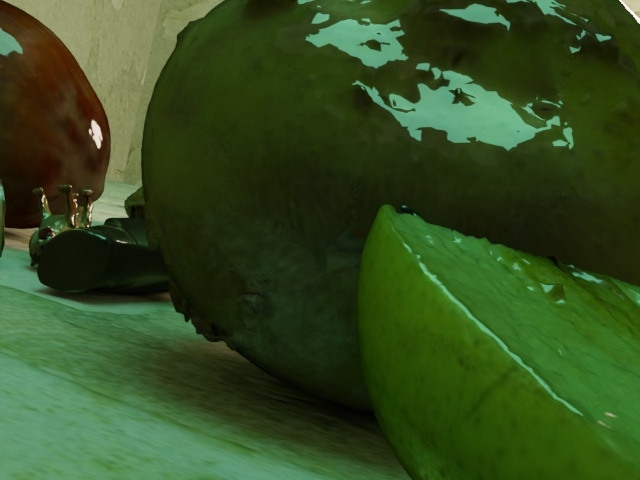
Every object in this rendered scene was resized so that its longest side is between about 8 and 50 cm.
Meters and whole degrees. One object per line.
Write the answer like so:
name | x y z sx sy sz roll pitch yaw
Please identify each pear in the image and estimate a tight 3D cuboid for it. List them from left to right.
pear | 0.156 0.116 0.457 0.288 0.139 0.239 16 16 -32

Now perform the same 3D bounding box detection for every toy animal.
toy animal | -0.315 -0.015 1.193 0.056 0.099 0.241 -2 -1 -1

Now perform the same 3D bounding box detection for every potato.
potato | 0.075 -0.044 0.727 0.441 0.386 0.319 3 14 9

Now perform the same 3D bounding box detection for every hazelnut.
hazelnut | -0.469 -0.165 1.344 0.365 0.366 0.366 13 3 -1

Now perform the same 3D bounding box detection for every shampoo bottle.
shampoo bottle | -0.205 0.016 1.116 0.125 0.084 0.350 15 5 13

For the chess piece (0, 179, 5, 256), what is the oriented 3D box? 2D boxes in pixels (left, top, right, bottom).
chess piece | -0.444 -0.024 1.034 0.200 0.090 0.090 -1 9 -25

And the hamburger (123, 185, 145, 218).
hamburger | -0.261 -0.065 1.800 0.183 0.130 0.206 5 -4 -1
